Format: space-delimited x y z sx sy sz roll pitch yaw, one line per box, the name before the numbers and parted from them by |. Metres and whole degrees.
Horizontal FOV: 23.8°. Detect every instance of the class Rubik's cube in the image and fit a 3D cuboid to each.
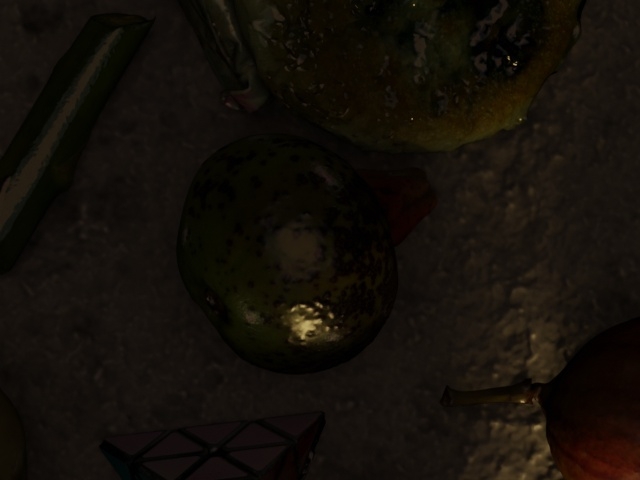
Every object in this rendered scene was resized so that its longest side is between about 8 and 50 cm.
Rubik's cube | -0.107 0.201 1.380 0.178 0.211 0.190 25 52 19

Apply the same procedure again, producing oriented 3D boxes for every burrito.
burrito | -0.115 -0.257 1.378 0.066 0.096 0.309 -25 88 -13

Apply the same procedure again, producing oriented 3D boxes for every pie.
pie | 0.074 -0.223 1.350 0.371 0.078 0.296 13 98 -26

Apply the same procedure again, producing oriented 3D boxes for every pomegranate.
pomegranate | 0.000 0.000 1.329 0.248 0.214 0.214 -25 88 -27

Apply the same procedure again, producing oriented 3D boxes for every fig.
fig | 0.267 0.155 1.350 0.249 0.186 0.203 11 60 39

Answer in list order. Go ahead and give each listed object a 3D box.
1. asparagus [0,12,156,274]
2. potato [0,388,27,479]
asparagus | -0.242 -0.097 1.380 0.067 0.060 0.277 27 85 9
potato | -0.387 0.241 1.274 0.243 0.221 0.326 40 75 -10
